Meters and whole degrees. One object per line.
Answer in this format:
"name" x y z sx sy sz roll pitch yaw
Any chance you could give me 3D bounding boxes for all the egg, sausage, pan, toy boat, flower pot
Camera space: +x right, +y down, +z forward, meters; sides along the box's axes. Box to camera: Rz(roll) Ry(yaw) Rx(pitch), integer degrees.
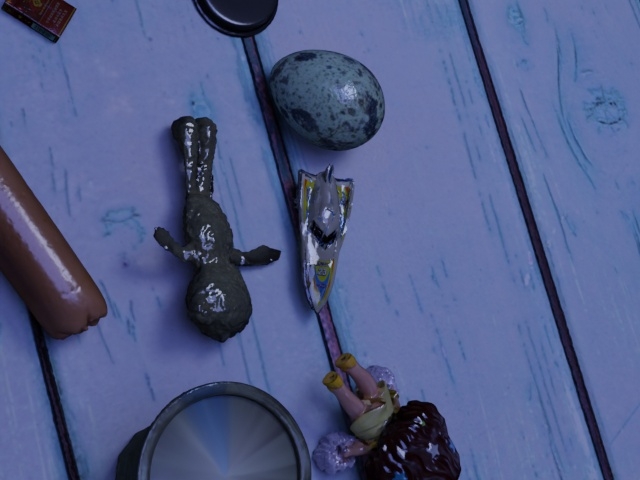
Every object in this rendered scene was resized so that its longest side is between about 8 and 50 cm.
"egg" 0.009 -0.199 1.620 0.172 0.132 0.132 29 64 -6
"sausage" -0.364 -0.009 1.394 0.086 0.086 0.289 -37 97 -31
"pan" -0.102 -0.400 1.673 0.136 0.028 0.235 31 64 -19
"toy boat" 0.000 0.000 1.600 0.084 0.066 0.210 10 73 -25
"flower pot" -0.148 0.285 1.362 0.212 0.202 0.212 9 71 -27

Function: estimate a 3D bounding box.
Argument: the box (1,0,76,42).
"box" -0.366 -0.301 1.507 0.082 0.023 0.051 31 63 -18

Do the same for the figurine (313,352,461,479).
"figurine" 0.089 0.254 1.549 0.240 0.116 0.175 45 60 -10

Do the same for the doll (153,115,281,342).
"doll" -0.154 -0.016 1.509 0.286 0.091 0.202 69 25 -9
